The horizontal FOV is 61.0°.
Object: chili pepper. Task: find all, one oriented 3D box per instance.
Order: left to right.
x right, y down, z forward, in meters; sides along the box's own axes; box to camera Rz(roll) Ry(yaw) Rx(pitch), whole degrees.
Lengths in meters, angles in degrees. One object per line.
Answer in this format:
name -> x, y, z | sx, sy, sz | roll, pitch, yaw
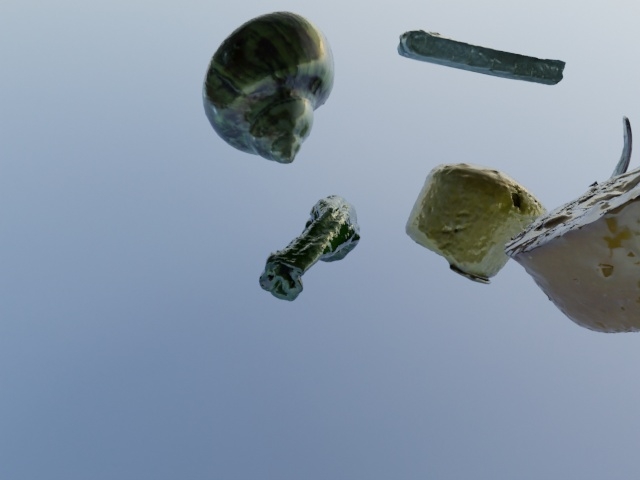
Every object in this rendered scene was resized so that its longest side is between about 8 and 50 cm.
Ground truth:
chili pepper -> -0.001, 0.001, 0.728 | 0.083, 0.099, 0.253 | 42, -153, 2

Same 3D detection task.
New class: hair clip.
hair clip -> 0.520, -0.146, 0.942 | 0.022, 0.137, 0.054 | 9, -161, 14

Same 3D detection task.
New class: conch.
conch -> -0.051, -0.188, 0.672 | 0.187, 0.181, 0.124 | -11, -168, -23

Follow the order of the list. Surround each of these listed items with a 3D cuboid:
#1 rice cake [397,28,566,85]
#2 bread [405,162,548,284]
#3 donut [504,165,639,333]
rice cake -> 0.112, -0.127, 0.377 | 0.121, 0.021, 0.022 | 6, -167, -13
bread -> 0.245, -0.037, 0.866 | 0.197, 0.197, 0.170 | 35, -78, 37
donut -> 0.296, -0.020, 0.439 | 0.278, 0.277, 0.108 | -29, -96, -17
